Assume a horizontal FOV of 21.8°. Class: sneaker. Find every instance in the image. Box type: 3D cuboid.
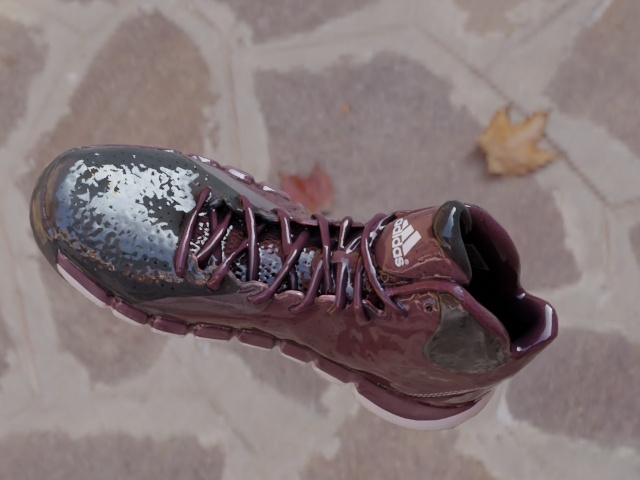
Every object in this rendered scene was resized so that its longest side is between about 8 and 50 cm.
[{"bbox_3d":[0.000,0.000,0.858,0.281,0.162,0.106,22,62,-17],"label":"sneaker"}]
